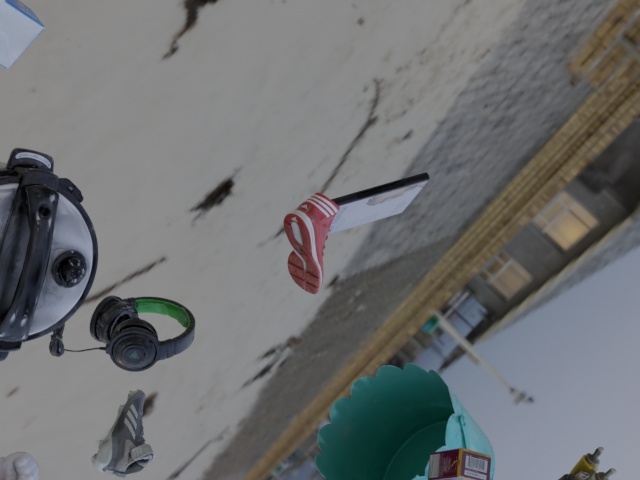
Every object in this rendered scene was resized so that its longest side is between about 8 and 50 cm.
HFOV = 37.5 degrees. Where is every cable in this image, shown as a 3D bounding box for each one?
[{"bbox_3d":[0.416,0.479,1.653,0.287,0.072,0.139,120,-17,-46],"label":"cable"}]

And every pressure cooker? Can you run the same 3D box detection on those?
[{"bbox_3d":[-0.667,0.014,1.952,0.375,0.370,0.420,-37,-149,-27],"label":"pressure cooker"}]

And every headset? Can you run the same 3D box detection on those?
[{"bbox_3d":[-0.516,0.221,2.463,0.394,0.243,0.185,-14,124,-34],"label":"headset"}]

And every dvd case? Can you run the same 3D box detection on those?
[{"bbox_3d":[0.103,-0.074,2.085,0.253,0.022,0.180,-17,163,-23],"label":"dvd case"}]

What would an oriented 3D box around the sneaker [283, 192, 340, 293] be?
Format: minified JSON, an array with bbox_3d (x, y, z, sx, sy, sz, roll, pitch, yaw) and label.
[{"bbox_3d":[0.000,0.000,1.868,0.128,0.087,0.221,-44,150,-32],"label":"sneaker"}]

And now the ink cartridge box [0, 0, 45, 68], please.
[{"bbox_3d":[-0.471,-0.337,1.217,0.078,0.231,0.134,-46,148,8],"label":"ink cartridge box"}]

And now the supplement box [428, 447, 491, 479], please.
[{"bbox_3d":[0.203,0.334,1.383,0.083,0.055,0.043,-32,-136,57],"label":"supplement box"}]

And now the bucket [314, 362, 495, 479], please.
[{"bbox_3d":[0.150,0.368,1.612,0.281,0.183,0.281,-30,-146,23],"label":"bucket"}]

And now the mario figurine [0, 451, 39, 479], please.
[{"bbox_3d":[-0.525,0.326,1.297,0.198,0.320,0.170,-46,161,-7],"label":"mario figurine"}]

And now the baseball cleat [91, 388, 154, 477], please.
[{"bbox_3d":[-0.358,0.376,1.807,0.206,0.109,0.072,-66,177,-51],"label":"baseball cleat"}]
